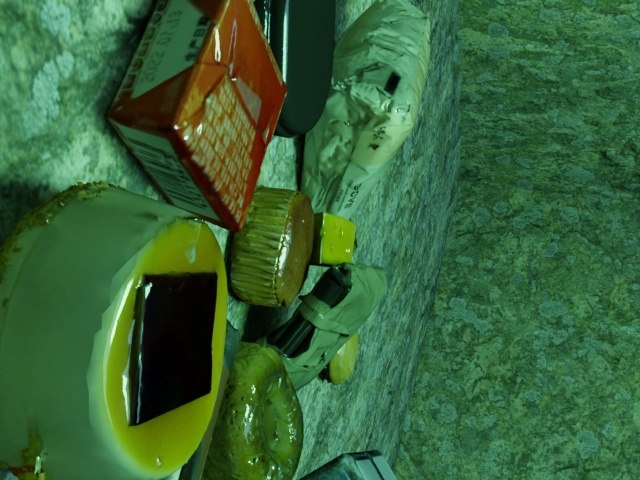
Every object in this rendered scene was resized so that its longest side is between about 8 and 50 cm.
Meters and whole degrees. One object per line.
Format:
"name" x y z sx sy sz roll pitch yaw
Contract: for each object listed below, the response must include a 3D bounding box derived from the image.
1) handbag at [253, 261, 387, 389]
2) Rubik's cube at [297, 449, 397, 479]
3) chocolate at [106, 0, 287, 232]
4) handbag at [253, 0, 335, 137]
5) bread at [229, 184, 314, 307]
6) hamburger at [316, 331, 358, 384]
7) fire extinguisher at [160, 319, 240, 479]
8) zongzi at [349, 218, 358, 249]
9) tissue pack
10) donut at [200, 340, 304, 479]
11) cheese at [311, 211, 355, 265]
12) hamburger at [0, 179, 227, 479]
"handbag" -0.016 0.161 1.333 0.316 0.109 0.253 -49 163 8
"Rubik's cube" 0.024 0.556 1.248 0.313 0.318 0.316 58 4 19
"chocolate" -0.137 -0.166 0.913 0.237 0.108 0.234 63 39 -61
"handbag" -0.054 -0.310 1.146 0.254 0.093 0.308 -42 137 -63
"bread" -0.071 0.012 1.222 0.199 0.104 0.199 8 90 -76
"hamburger" 0.020 0.228 1.609 0.162 0.115 0.162 7 90 -76
"fire extinguisher" -0.183 0.237 0.835 0.200 0.113 0.376 109 -5 -53
"zongzi" 0.062 -0.026 1.776 0.076 0.040 0.083 44 44 -62
"tissue pack" 0.077 -0.244 1.467 0.375 0.195 0.390 113 -1 -52
"donut" -0.116 0.271 1.105 0.261 0.128 0.208 68 29 -42
"cheese" 0.000 0.000 1.344 0.171 0.126 0.093 57 41 -87
"hamburger" -0.203 0.091 0.698 0.276 0.179 0.294 -11 105 -75
